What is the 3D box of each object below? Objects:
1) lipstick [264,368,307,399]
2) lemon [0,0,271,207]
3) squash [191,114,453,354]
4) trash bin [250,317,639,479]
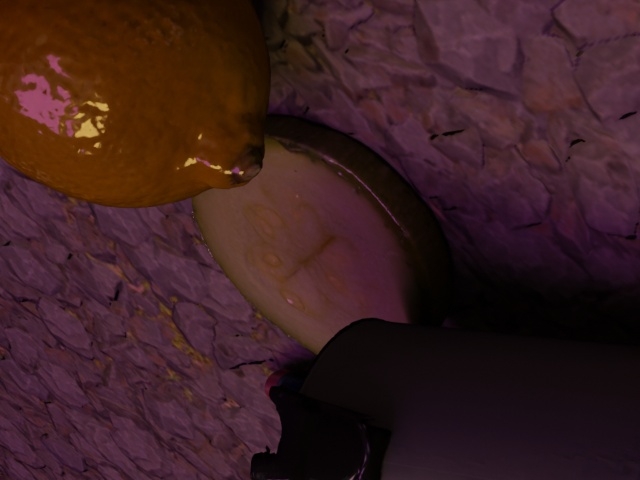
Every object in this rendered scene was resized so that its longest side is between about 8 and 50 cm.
[{"bbox_3d":[0.006,0.128,1.193,0.053,0.053,0.234,48,164,-12],"label":"lipstick"},{"bbox_3d":[-0.133,-0.116,0.948,0.244,0.187,0.187,36,149,2],"label":"lemon"},{"bbox_3d":[-0.003,0.004,1.097,0.219,0.041,0.219,27,146,20],"label":"squash"},{"bbox_3d":[0.134,0.168,0.954,0.262,0.217,0.277,4,166,34],"label":"trash bin"}]
